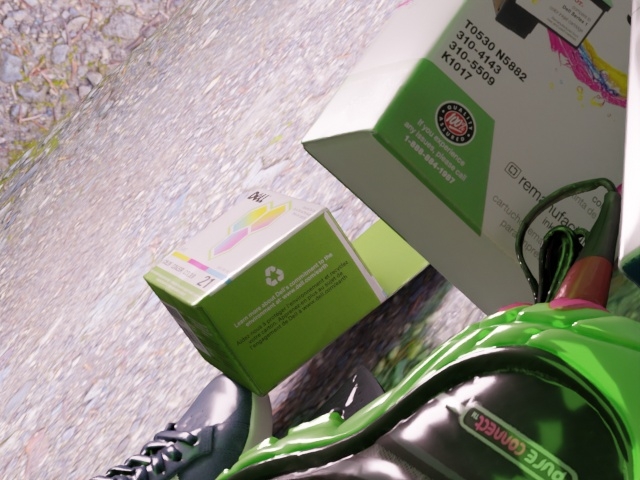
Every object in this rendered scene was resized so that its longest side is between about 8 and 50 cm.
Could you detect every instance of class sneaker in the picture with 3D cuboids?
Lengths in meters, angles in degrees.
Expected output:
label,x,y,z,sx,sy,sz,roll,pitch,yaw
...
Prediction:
label,x,y,z,sx,sy,sz,roll,pitch,yaw
sneaker,0.022,0.198,0.922,0.483,0.185,0.202,-50,11,51
sneaker,-0.171,0.223,1.454,0.131,0.148,0.350,-17,36,58

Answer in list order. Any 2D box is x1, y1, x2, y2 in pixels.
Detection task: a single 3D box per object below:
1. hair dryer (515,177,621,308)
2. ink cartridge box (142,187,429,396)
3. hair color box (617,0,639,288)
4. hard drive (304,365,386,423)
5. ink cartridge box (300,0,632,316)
label,x,y,z,sx,sy,sz,roll,pitch,yaw
hair dryer,0.121,0.089,1.074,0.293,0.080,0.224,-111,39,-66
ink cartridge box,0.000,0.000,1.512,0.255,0.097,0.189,-38,16,-11
hair color box,0.237,-0.105,0.848,0.174,0.105,0.347,-36,24,32
hard drive,0.009,0.198,1.241,0.172,0.054,0.255,-46,19,9
ink cartridge box,0.153,-0.112,1.291,0.278,0.201,0.117,-55,20,-19
